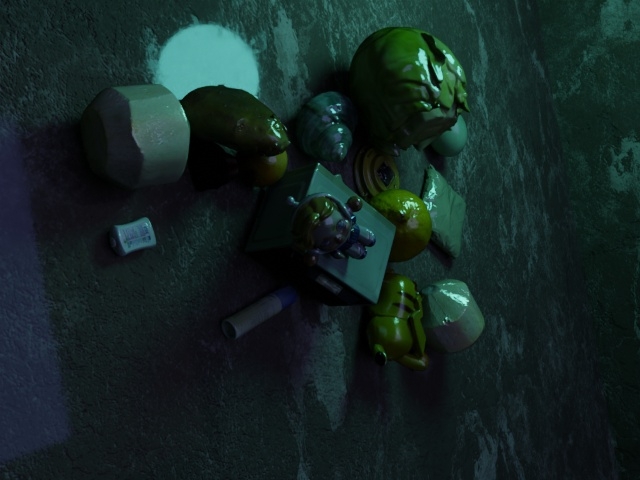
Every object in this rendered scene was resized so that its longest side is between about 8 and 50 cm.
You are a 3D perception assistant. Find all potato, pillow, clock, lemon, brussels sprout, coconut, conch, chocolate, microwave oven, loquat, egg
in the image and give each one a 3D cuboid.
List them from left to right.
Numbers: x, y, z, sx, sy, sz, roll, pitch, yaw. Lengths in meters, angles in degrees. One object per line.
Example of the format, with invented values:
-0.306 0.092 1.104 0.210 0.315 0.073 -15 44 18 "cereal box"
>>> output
-0.387 -0.223 1.274 0.241 0.241 0.241 10 76 -45 "coconut"
-0.259 -0.178 1.461 0.080 0.149 0.125 -23 138 -46 "chocolate"
-0.205 -0.294 1.445 0.192 0.296 0.141 -32 146 -59 "potato"
-0.157 -0.210 1.560 0.141 0.141 0.141 10 76 -45 "loquat"
0.000 0.000 1.627 0.355 0.218 0.286 35 61 -36 "microwave oven"
0.026 -0.333 1.759 0.220 0.195 0.277 45 22 -42 "conch"
0.205 -0.219 1.994 0.237 0.057 0.237 11 74 -44 "clock"
0.239 -0.046 1.866 0.236 0.236 0.263 -48 157 -39 "lemon"
0.259 -0.492 1.860 0.343 0.425 0.361 -21 78 -5 "brussels sprout"
0.340 0.410 2.017 0.062 0.062 0.083 -16 102 -46 "lemon"
0.422 0.248 2.010 0.244 0.239 0.239 49 52 -29 "coconut"
0.472 -0.106 2.235 0.281 0.076 0.274 39 55 -35 "pillow"
0.482 -0.413 2.245 0.149 0.149 0.192 -38 112 -43 "egg"

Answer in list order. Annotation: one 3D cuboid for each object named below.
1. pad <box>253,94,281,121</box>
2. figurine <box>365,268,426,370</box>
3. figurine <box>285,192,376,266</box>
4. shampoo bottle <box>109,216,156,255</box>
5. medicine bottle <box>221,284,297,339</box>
-0.161 -0.306 1.666 0.113 0.006 0.187 23 67 -42 "pad"
0.238 0.260 1.861 0.218 0.169 0.326 27 63 -35 "figurine"
0.038 -0.036 1.426 0.274 0.133 0.193 -4 129 -42 "figurine"
-0.424 -0.007 1.315 0.099 0.043 0.072 -22 99 -45 "shampoo bottle"
-0.157 0.185 1.546 0.231 0.059 0.059 -28 103 -45 "medicine bottle"
